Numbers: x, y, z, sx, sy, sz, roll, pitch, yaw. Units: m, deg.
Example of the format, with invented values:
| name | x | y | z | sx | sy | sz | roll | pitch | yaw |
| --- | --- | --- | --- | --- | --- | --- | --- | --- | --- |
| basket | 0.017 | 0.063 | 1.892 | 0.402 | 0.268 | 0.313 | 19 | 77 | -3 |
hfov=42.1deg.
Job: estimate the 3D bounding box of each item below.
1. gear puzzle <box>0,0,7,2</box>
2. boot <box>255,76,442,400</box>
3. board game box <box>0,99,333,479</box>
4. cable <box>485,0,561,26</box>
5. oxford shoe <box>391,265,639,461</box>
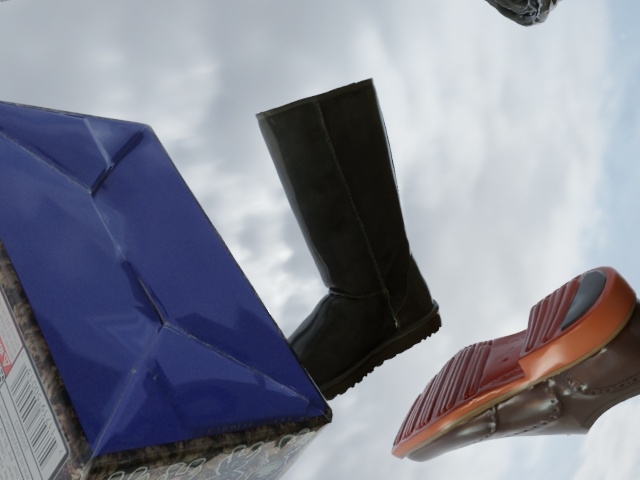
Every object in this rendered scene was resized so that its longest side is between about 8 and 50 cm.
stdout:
| name | x | y | z | sx | sy | sz | roll | pitch | yaw |
| --- | --- | --- | --- | --- | --- | --- | --- | --- | --- |
| gear puzzle | -0.271 | -0.307 | 0.838 | 0.175 | 0.338 | 0.044 | 5 | -103 | -77 |
| boot | -0.002 | 0.000 | 0.626 | 0.189 | 0.076 | 0.209 | -29 | -69 | -32 |
| board game box | -0.171 | 0.106 | 0.474 | 0.141 | 0.232 | 0.291 | 3 | -47 | -47 |
| cable | 0.046 | -0.177 | 0.355 | 0.072 | 0.139 | 0.287 | -56 | -19 | -9 |
| oxford shoe | 0.156 | 0.128 | 0.650 | 0.098 | 0.271 | 0.097 | 41 | -135 | -6 |
